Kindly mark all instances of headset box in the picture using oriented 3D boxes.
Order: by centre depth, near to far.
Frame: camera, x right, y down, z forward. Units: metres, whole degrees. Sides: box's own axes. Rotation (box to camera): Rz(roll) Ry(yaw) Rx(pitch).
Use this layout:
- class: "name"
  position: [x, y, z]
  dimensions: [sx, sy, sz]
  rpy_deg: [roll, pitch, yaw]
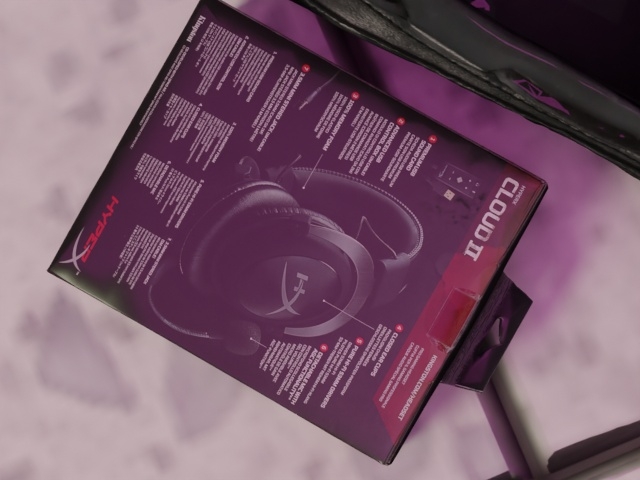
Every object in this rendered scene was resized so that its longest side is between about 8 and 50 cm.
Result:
- class: "headset box"
  position: [0.000, 0.000, 0.360]
  dimensions: [0.083, 0.032, 0.062]
  rpy_deg: [29, 91, 4]

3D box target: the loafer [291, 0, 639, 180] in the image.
- class: "loafer"
  position: [0.077, -0.040, 0.331]
  dimensions: [0.223, 0.078, 0.076]
  rpy_deg: [23, 90, 5]
